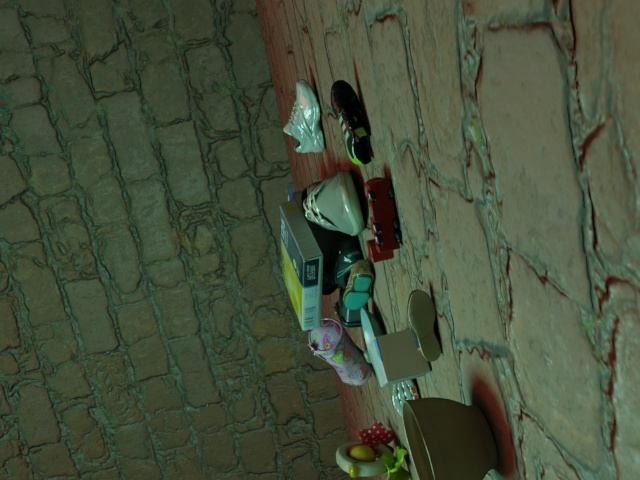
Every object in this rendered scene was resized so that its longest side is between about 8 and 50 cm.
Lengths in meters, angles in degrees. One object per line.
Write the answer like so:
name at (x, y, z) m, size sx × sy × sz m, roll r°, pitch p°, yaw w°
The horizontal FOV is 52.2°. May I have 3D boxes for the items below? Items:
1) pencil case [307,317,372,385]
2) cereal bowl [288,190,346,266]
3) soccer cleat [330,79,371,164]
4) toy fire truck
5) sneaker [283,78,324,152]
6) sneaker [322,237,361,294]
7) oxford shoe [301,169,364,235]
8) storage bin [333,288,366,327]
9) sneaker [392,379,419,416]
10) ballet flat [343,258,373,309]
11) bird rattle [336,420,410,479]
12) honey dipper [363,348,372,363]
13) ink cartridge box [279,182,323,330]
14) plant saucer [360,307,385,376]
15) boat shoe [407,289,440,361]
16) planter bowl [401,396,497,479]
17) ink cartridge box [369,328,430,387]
pencil case at (0.061, 0.344, 2.003) m, size 0.284 × 0.124 × 0.124 m, roll 52°, pitch -165°, yaw -48°
cereal bowl at (0.000, 0.000, 2.078) m, size 0.339 × 0.141 × 0.338 m, roll 167°, pitch 90°, yaw -84°
soccer cleat at (0.068, -0.237, 1.317) m, size 0.072 × 0.060 × 0.178 m, roll -141°, pitch 30°, yaw -65°
toy fire truck at (0.118, -0.038, 1.299) m, size 0.135 × 0.047 × 0.192 m, roll -117°, pitch 16°, yaw -73°
sneaker at (-0.057, -0.357, 1.926) m, size 0.090 × 0.115 × 0.232 m, roll -114°, pitch 12°, yaw -61°
sneaker at (0.052, 0.102, 1.850) m, size 0.106 × 0.101 × 0.267 m, roll 60°, pitch 152°, yaw 21°
oxford shoe at (0.025, -0.091, 1.705) m, size 0.449 × 0.130 × 0.169 m, roll -154°, pitch 52°, yaw -81°
storage bin at (0.089, 0.183, 1.928) m, size 0.135 × 0.098 × 0.091 m, roll -114°, pitch 23°, yaw -63°
sneaker at (0.191, 0.318, 1.466) m, size 0.065 × 0.061 × 0.157 m, roll -1°, pitch -103°, yaw -68°
ballet flat at (0.103, 0.113, 1.717) m, size 0.206 × 0.073 × 0.067 m, roll 109°, pitch 165°, yaw -58°
bird rattle at (0.145, 0.611, 1.876) m, size 0.253 × 0.207 × 0.143 m, roll -136°, pitch 51°, yaw -63°
honey dipper at (0.162, 0.376, 1.928) m, size 0.160 × 0.031 × 0.030 m, roll -118°, pitch 15°, yaw -62°
ink cartridge box at (-0.070, 0.047, 1.874) m, size 0.303 × 0.072 × 0.307 m, roll 90°, pitch 160°, yaw -46°
plant saucer at (0.151, 0.271, 1.749) m, size 0.195 × 0.038 × 0.194 m, roll 166°, pitch 90°, yaw -85°
boat shoe at (0.179, 0.145, 1.144) m, size 0.043 × 0.049 × 0.137 m, roll -114°, pitch 7°, yaw -72°
planter bowl at (0.200, 0.310, 0.992) m, size 0.162 × 0.109 × 0.162 m, roll 167°, pitch 90°, yaw -84°
ink cartridge box at (0.158, 0.241, 1.335) m, size 0.143 × 0.090 × 0.092 m, roll 92°, pitch 164°, yaw -74°
